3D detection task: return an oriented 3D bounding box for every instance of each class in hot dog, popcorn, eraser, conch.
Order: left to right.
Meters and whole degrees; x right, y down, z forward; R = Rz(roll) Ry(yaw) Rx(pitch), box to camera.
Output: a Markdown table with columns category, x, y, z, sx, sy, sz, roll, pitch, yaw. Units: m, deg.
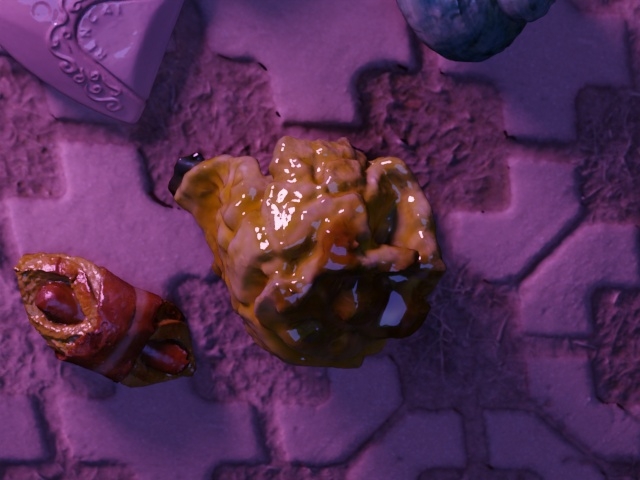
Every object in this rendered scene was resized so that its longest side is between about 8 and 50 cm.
| category | x | y | z | sx | sy | sz | roll | pitch | yaw |
| --- | --- | --- | --- | --- | --- | --- | --- | --- | --- |
| eraser | -0.278 | -0.246 | 1.489 | 0.243 | 0.059 | 0.204 | 14 | 110 | -24 |
| hot dog | -0.252 | 0.103 | 1.622 | 0.261 | 0.093 | 0.123 | 25 | 105 | -20 |
| popcorn | 0.002 | 0.005 | 1.560 | 0.292 | 0.237 | 0.293 | -5 | 117 | -10 |
| conch | 0.175 | -0.294 | 1.528 | 0.202 | 0.134 | 0.196 | -8 | 125 | -5 |
